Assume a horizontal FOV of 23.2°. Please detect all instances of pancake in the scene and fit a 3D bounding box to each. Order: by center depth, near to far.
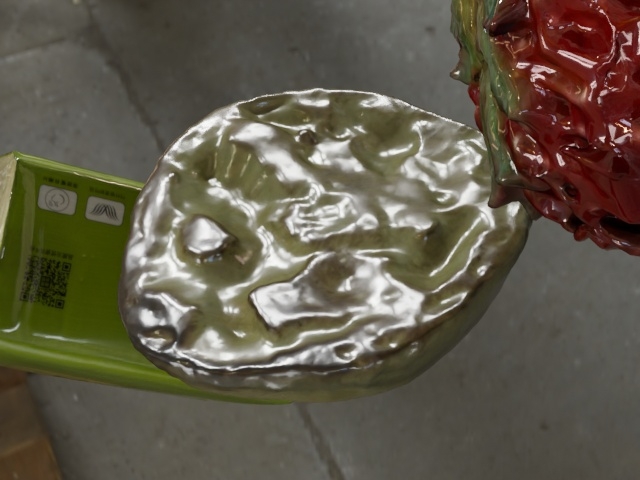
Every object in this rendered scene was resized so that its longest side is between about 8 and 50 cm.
[{"bbox_3d":[0.000,0.000,1.032,0.294,0.049,0.294,-5,41,4],"label":"pancake"}]

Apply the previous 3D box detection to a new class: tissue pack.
[{"bbox_3d":[-0.165,0.039,1.303,0.274,0.200,0.167,15,81,-26],"label":"tissue pack"}]

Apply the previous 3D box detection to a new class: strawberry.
[{"bbox_3d":[0.248,-0.134,0.859,0.345,0.317,0.295,-4,89,0],"label":"strawberry"}]
